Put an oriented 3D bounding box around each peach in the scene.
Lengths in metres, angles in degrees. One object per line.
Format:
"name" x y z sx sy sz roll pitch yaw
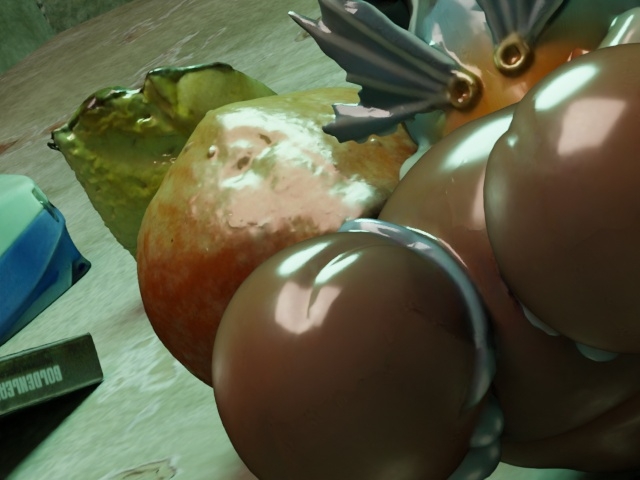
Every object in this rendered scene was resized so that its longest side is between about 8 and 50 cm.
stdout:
"peach" 0.000 0.000 1.115 0.232 0.232 0.232 -29 16 9

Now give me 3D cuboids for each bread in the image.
"bread" -0.101 -0.045 1.577 0.174 0.133 0.251 -22 -25 22

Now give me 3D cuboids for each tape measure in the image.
"tape measure" -0.399 0.048 1.845 0.259 0.138 0.262 -17 22 46

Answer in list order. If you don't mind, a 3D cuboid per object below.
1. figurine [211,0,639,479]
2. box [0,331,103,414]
"figurine" 0.100 -0.049 0.897 0.277 0.248 0.388 -35 40 27
"box" -0.351 0.153 1.494 0.325 0.047 0.180 -22 -4 34
